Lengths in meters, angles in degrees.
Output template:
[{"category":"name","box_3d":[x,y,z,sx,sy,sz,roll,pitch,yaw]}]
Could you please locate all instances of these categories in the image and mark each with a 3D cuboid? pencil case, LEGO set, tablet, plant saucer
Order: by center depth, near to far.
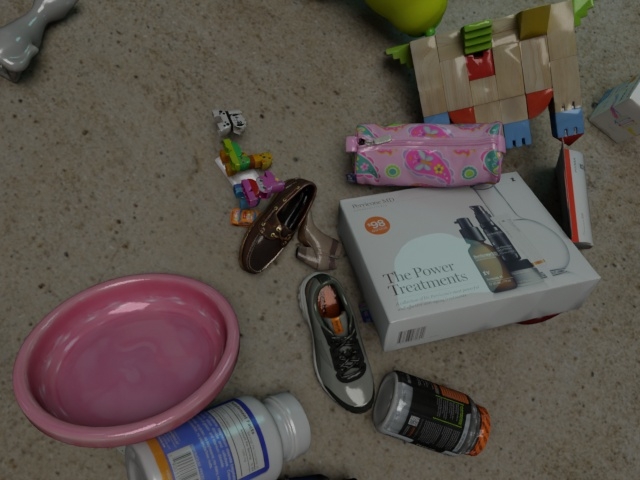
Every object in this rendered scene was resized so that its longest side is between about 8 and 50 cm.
[{"category":"plant saucer","box_3d":[-0.293,0.186,0.807,0.332,0.332,0.084,-7,127,-11]},{"category":"LEGO set","box_3d":[-0.125,-0.143,0.943,0.093,0.087,0.227,-15,60,-20]},{"category":"pencil case","box_3d":[0.194,-0.163,0.953,0.284,0.124,0.124,3,81,13]},{"category":"tablet","box_3d":[-0.161,-0.138,0.991,0.054,0.006,0.083,-35,90,-13]}]

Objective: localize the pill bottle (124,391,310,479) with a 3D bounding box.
[{"category":"pill bottle","box_3d":[-0.157,0.343,0.820,0.272,0.152,0.152,-11,84,-37]}]

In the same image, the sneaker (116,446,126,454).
[{"category":"sneaker","box_3d":[-0.342,0.307,0.856,0.263,0.099,0.121,10,85,-7]}]

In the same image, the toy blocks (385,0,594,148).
[{"category":"toy blocks","box_3d":[0.341,-0.292,0.998,0.382,0.190,0.260,-10,106,12]}]

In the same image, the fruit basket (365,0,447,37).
[{"category":"fruit basket","box_3d":[0.132,-0.583,0.948,0.392,0.392,0.282,22,80,-6]}]

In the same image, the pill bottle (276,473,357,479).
[{"category":"pill bottle","box_3d":[-0.039,0.471,0.868,0.219,0.123,0.122,-3,83,-10]}]

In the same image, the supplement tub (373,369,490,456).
[{"category":"supplement tub","box_3d":[0.203,0.322,0.932,0.190,0.117,0.117,21,79,-6]}]

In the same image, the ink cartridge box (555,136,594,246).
[{"category":"ink cartridge box","box_3d":[0.499,-0.084,0.988,0.066,0.232,0.189,-5,82,18]}]

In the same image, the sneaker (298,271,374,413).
[{"category":"sneaker","box_3d":[0.030,0.188,0.928,0.100,0.108,0.271,-19,87,-13]}]

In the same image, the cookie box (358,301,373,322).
[{"category":"cookie box","box_3d":[0.134,0.120,0.962,0.107,0.092,0.040,-17,83,-12]}]

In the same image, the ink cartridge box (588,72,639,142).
[{"category":"ink cartridge box","box_3d":[0.674,-0.288,1.083,0.090,0.143,0.092,37,78,-3]}]

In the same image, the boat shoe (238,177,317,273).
[{"category":"boat shoe","box_3d":[-0.079,-0.029,0.947,0.073,0.073,0.207,35,78,-38]}]

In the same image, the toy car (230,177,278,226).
[{"category":"toy car","box_3d":[-0.127,-0.078,0.971,0.060,0.040,0.122,25,79,-5]}]

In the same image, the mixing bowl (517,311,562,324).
[{"category":"mixing bowl","box_3d":[0.394,0.096,0.989,0.182,0.098,0.181,0,48,0]}]

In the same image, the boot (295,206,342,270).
[{"category":"boot","box_3d":[0.000,0.000,0.986,0.087,0.042,0.118,13,78,-16]}]

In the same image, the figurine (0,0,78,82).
[{"category":"figurine","box_3d":[-0.580,-0.425,0.924,0.215,0.092,0.209,29,74,-5]}]

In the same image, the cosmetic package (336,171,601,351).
[{"category":"cosmetic package","box_3d":[0.249,0.021,0.924,0.377,0.097,0.284,-10,47,-11]}]
